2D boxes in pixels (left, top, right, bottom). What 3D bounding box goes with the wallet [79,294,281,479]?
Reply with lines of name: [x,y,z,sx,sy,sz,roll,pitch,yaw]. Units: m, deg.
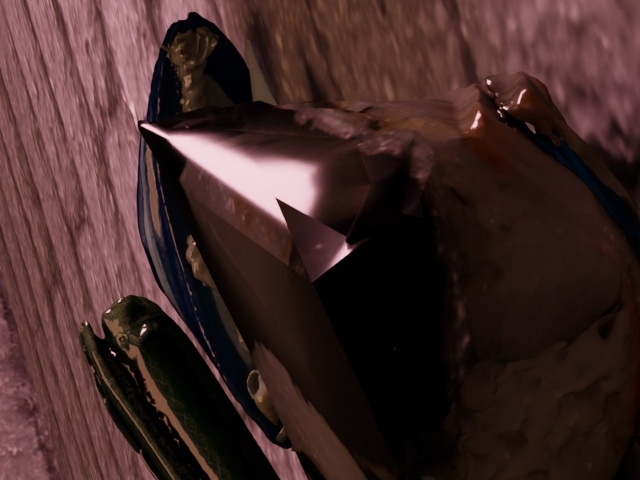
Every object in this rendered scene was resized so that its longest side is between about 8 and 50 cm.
wallet: [-0.037,0.144,0.958,0.236,0.055,0.160,56,177,16]

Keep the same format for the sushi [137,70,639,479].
sushi: [0.056,0.060,0.582,0.134,0.109,0.273,46,163,54]

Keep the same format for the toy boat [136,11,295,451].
toy boat: [0.000,0.000,0.828,0.291,0.067,0.221,2,108,63]
